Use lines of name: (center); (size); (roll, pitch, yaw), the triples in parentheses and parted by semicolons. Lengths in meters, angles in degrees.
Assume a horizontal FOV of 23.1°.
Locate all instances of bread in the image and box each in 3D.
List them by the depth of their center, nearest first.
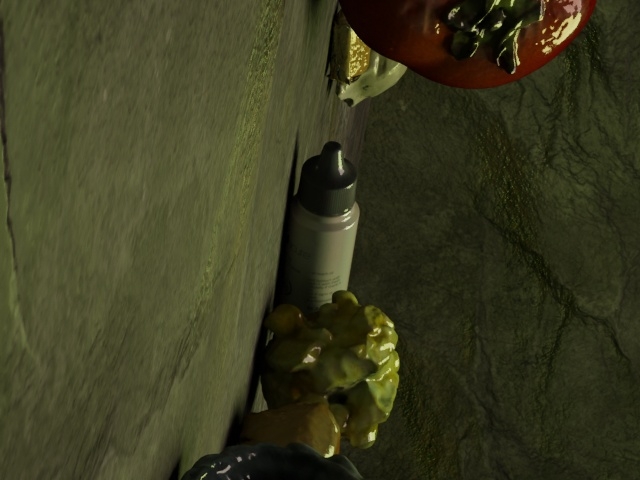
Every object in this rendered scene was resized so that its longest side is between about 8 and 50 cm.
bread: (-0.051, 0.305, 1.800); (0.244, 0.134, 0.245); (8, 90, -85)
bread: (0.039, -0.267, 2.130); (0.072, 0.053, 0.106); (-43, 149, -42)

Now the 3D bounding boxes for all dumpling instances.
dumpling: (0.078, -0.278, 2.269); (0.199, 0.118, 0.136); (-56, 169, -12)

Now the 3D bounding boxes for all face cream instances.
face cream: (0.000, 0.000, 1.988); (0.092, 0.092, 0.311); (-75, 176, -47)

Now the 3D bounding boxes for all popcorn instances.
popcorn: (0.010, 0.157, 1.948); (0.167, 0.185, 0.188); (-121, -140, -76)

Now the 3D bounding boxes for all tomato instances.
tomato: (0.161, -0.344, 1.793); (0.321, 0.321, 0.322); (11, 90, -87)

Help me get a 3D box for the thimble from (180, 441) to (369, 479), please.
thimble: (-0.036, 0.282, 1.314); (0.250, 0.204, 0.172); (-55, 155, -70)
